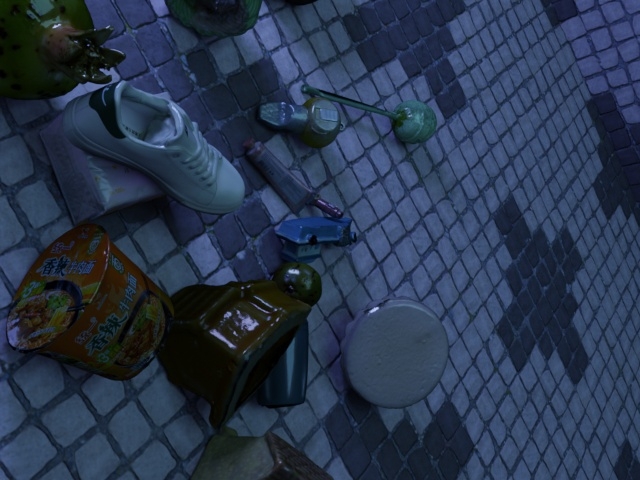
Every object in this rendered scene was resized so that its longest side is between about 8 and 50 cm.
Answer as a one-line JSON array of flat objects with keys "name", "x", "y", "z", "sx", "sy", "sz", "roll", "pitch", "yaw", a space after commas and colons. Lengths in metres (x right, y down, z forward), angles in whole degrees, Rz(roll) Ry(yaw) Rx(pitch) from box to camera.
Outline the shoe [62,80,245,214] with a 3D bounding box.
[{"name": "shoe", "x": -0.242, "y": -0.160, "z": 1.286, "sx": 0.362, "sy": 0.160, "sz": 0.132, "roll": 27, "pitch": 60, "yaw": -37}]

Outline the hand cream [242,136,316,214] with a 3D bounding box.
[{"name": "hand cream", "x": -0.095, "y": -0.150, "z": 1.699, "sx": 0.067, "sy": 0.043, "sz": 0.210, "roll": -44, "pitch": 117, "yaw": -2}]

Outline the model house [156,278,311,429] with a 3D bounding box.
[{"name": "model house", "x": -0.185, "y": 0.170, "z": 1.435, "sx": 0.239, "sy": 0.173, "sz": 0.268, "roll": 32, "pitch": 46, "yaw": 18}]

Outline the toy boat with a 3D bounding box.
[{"name": "toy boat", "x": 0.000, "y": 0.000, "z": 1.722, "sx": 0.237, "sy": 0.109, "sz": 0.098, "roll": -8, "pitch": 114, "yaw": -49}]

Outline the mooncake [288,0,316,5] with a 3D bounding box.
[{"name": "mooncake", "x": -0.063, "y": -0.724, "z": 1.827, "sx": 0.306, "sy": 0.154, "sz": 0.306, "roll": 14, "pitch": 69, "yaw": -42}]

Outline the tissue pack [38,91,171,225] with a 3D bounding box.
[{"name": "tissue pack", "x": -0.359, "y": -0.151, "z": 1.371, "sx": 0.225, "sy": 0.124, "sz": 0.185, "roll": -25, "pitch": 95, "yaw": -47}]

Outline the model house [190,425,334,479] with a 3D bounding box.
[{"name": "model house", "x": -0.102, "y": 0.517, "z": 1.338, "sx": 0.261, "sy": 0.266, "sz": 0.321, "roll": 43, "pitch": 51, "yaw": -24}]

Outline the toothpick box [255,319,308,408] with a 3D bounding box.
[{"name": "toothpick box", "x": -0.081, "y": 0.248, "z": 1.542, "sx": 0.120, "sy": 0.120, "sz": 0.184, "roll": 8, "pitch": 75, "yaw": -44}]

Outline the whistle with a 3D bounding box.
[{"name": "whistle", "x": -0.046, "y": -0.278, "z": 1.766, "sx": 0.222, "sy": 0.123, "sz": 0.123, "roll": 5, "pitch": 74, "yaw": -23}]

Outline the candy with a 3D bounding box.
[{"name": "candy", "x": 0.129, "y": -0.345, "z": 1.969, "sx": 0.439, "sy": 0.119, "sz": 0.119, "roll": 10, "pitch": 71, "yaw": -35}]

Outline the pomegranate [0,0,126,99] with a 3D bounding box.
[{"name": "pomegranate", "x": -0.450, "y": -0.348, "z": 1.217, "sx": 0.230, "sy": 0.285, "sz": 0.231, "roll": 5, "pitch": 84, "yaw": -53}]

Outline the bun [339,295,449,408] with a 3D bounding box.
[{"name": "bun", "x": 0.156, "y": 0.245, "z": 1.768, "sx": 0.262, "sy": 0.175, "sz": 0.263, "roll": -2, "pitch": 99, "yaw": -14}]

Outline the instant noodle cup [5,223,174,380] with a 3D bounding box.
[{"name": "instant noodle cup", "x": -0.365, "y": 0.115, "z": 1.233, "sx": 0.182, "sy": 0.230, "sz": 0.230, "roll": 43, "pitch": 50, "yaw": -41}]

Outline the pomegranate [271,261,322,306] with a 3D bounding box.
[{"name": "pomegranate", "x": -0.048, "y": 0.100, "z": 1.639, "sx": 0.142, "sy": 0.114, "sz": 0.115, "roll": -3, "pitch": 79, "yaw": -74}]

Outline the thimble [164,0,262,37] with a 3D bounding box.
[{"name": "thimble", "x": -0.217, "y": -0.540, "z": 1.566, "sx": 0.219, "sy": 0.218, "sz": 0.150, "roll": 29, "pitch": 61, "yaw": -37}]

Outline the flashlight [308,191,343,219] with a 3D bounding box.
[{"name": "flashlight", "x": 0.006, "y": -0.084, "z": 1.755, "sx": 0.052, "sy": 0.110, "sz": 0.031, "roll": -33, "pitch": 147, "yaw": -46}]
